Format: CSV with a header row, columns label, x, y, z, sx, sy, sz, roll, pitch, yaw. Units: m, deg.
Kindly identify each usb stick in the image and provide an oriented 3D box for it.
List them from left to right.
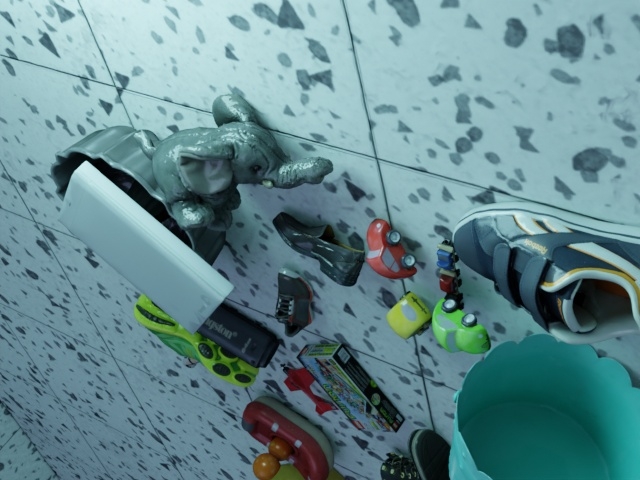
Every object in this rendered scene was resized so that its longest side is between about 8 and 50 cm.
label,x,y,z,sx,sy,sz,roll,pitch,yaw
usb stick,-0.210,0.156,1.894,0.278,0.077,0.045,30,178,15

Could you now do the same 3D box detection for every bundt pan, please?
label,x,y,z,sx,sy,sz,roll,pitch,yaw
bundt pan,-0.293,-0.063,1.644,0.331,0.124,0.330,27,146,20

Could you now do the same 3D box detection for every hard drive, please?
label,x,y,z,sx,sy,sz,roll,pitch,yaw
hard drive,-0.295,0.020,1.596,0.307,0.040,0.203,41,149,-2

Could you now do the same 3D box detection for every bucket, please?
label,x,y,z,sx,sy,sz,roll,pitch,yaw
bucket,0.309,0.287,1.327,0.281,0.281,0.183,30,148,16

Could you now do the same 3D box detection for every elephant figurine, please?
label,x,y,z,sx,sy,sz,roll,pitch,yaw
elephant figurine,-0.129,-0.125,1.393,0.239,0.186,0.169,-36,60,48

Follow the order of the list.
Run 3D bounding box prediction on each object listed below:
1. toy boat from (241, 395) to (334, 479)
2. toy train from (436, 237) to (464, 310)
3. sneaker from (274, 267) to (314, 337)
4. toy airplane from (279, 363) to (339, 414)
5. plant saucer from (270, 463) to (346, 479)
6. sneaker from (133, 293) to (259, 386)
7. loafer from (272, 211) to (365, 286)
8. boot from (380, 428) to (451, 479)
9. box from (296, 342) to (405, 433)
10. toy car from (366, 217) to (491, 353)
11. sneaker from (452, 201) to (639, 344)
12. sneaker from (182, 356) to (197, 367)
label,x,y,z,sx,sy,sz,roll,pitch,yaw
toy boat,-0.088,0.454,2.076,0.231,0.151,0.151,32,149,12
toy train,0.183,0.057,1.376,0.027,0.036,0.158,20,144,29
sneaker,-0.050,0.114,1.673,0.061,0.065,0.158,20,145,29
toy airplane,-0.026,0.299,1.927,0.151,0.028,0.151,26,146,20
plant saucer,0.024,0.673,2.316,0.333,0.081,0.333,45,149,-9
sneaker,-0.244,0.197,1.977,0.296,0.109,0.123,32,167,14
loafer,0.000,0.000,1.493,0.170,0.062,0.061,36,111,18
boot,0.177,0.434,1.834,0.179,0.085,0.236,7,137,46
box,0.057,0.277,1.801,0.207,0.036,0.114,51,148,-19
toy car,0.151,0.100,1.389,0.225,0.053,0.239,37,156,44
sneaker,0.279,0.039,1.169,0.321,0.127,0.126,9,139,43
sneaker,-0.276,0.259,2.130,0.044,0.040,0.109,32,149,8
